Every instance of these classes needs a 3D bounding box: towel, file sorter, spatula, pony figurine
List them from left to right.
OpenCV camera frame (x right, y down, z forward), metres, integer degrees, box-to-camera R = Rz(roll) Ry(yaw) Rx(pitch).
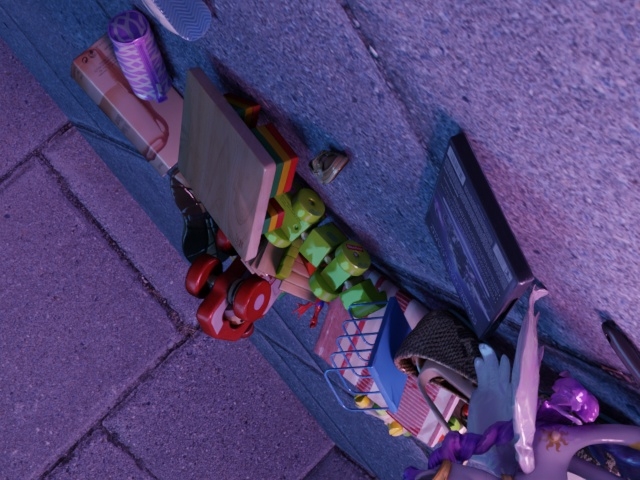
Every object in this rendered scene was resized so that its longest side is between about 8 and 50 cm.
[{"bbox_3d":[0.089,0.205,1.674,0.104,0.170,0.118,-9,127,28],"label":"file sorter"},{"bbox_3d":[0.140,0.207,1.805,0.329,0.037,0.237,38,122,30],"label":"towel"},{"bbox_3d":[0.298,0.283,1.271,0.363,0.351,0.303,17,149,6],"label":"pony figurine"},{"bbox_3d":[0.452,0.217,1.185,0.296,0.030,0.084,48,177,1],"label":"spatula"}]

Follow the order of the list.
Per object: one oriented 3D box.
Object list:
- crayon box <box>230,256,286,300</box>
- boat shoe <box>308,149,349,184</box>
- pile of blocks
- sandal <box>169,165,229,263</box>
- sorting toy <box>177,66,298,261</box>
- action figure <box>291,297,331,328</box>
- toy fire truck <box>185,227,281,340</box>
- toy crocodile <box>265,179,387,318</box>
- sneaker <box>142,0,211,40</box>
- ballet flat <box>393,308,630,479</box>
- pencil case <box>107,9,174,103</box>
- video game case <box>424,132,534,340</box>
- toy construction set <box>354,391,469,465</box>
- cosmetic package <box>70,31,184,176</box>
[{"bbox_3d":[-0.177,0.011,2.345,0.165,0.081,0.278,33,161,42],"label":"crayon box"},{"bbox_3d":[0.008,-0.120,1.512,0.045,0.050,0.135,43,167,-8],"label":"boat shoe"},{"bbox_3d":[-0.111,-0.022,1.926,0.362,0.149,0.112,47,166,-3],"label":"pile of blocks"},{"bbox_3d":[-0.268,-0.062,2.173,0.086,0.120,0.303,-92,-3,-52],"label":"sandal"},{"bbox_3d":[-0.147,-0.143,1.684,0.255,0.089,0.257,52,149,25],"label":"sorting toy"},{"bbox_3d":[0.031,0.186,2.132,0.280,0.139,0.091,50,164,-5],"label":"action figure"},{"bbox_3d":[-0.157,0.101,2.115,0.169,0.302,0.254,22,153,25],"label":"toy fire truck"},{"bbox_3d":[0.000,0.000,1.757,0.341,0.105,0.115,50,125,10],"label":"toy crocodile"},{"bbox_3d":[-0.258,-0.404,1.427,0.092,0.087,0.229,32,158,50],"label":"sneaker"},{"bbox_3d":[0.304,0.289,1.512,0.482,0.182,0.164,35,159,37],"label":"ballet flat"},{"bbox_3d":[-0.347,-0.350,1.825,0.088,0.086,0.206,61,174,27],"label":"pencil case"},{"bbox_3d":[0.195,0.006,1.215,0.274,0.026,0.196,88,160,-71],"label":"video game case"},{"bbox_3d":[0.223,0.371,1.866,0.328,0.215,0.151,54,-176,38],"label":"toy construction set"},{"bbox_3d":[-0.384,-0.291,2.014,0.296,0.129,0.153,48,165,-7],"label":"cosmetic package"}]
